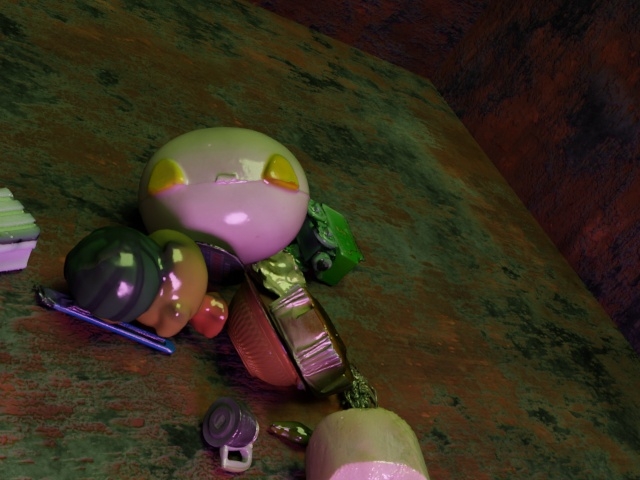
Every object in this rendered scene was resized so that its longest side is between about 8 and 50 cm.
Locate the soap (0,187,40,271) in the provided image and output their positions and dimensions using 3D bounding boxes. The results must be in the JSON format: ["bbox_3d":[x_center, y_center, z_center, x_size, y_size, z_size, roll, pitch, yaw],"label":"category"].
[{"bbox_3d":[-0.642,-0.010,1.625,0.150,0.094,0.261,45,28,22],"label":"soap"}]

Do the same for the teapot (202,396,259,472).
[{"bbox_3d":[-0.162,0.359,1.685,0.092,0.124,0.090,8,-18,43],"label":"teapot"}]

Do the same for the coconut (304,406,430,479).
[{"bbox_3d":[0.086,0.450,1.668,0.239,0.239,0.244,27,28,-22],"label":"coconut"}]

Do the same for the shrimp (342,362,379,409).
[{"bbox_3d":[0.086,0.349,2.004,0.073,0.074,0.190,57,14,-55],"label":"shrimp"}]

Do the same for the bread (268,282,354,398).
[{"bbox_3d":[-0.014,0.216,1.945,0.210,0.109,0.192,59,-3,38],"label":"bread"}]

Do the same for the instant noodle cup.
[{"bbox_3d":[-0.128,0.203,1.873,0.274,0.090,0.274,62,-3,6],"label":"instant noodle cup"}]

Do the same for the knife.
[{"bbox_3d":[-0.406,0.151,1.737,0.296,0.026,0.044,26,21,-24],"label":"knife"}]

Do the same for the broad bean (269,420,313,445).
[{"bbox_3d":[-0.012,0.403,1.821,0.195,0.046,0.061,37,24,-8],"label":"broad bean"}]

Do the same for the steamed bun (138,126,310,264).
[{"bbox_3d":[-0.211,-0.094,2.006,0.373,0.334,0.334,-5,40,-9],"label":"steamed bun"}]

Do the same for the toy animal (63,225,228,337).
[{"bbox_3d":[-0.325,0.067,1.752,0.338,0.191,0.216,18,23,-47],"label":"toy animal"}]

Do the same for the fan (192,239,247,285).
[{"bbox_3d":[-0.283,0.043,1.948,0.223,0.294,0.012,52,50,-55],"label":"fan"}]

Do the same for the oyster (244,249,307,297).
[{"bbox_3d":[-0.119,0.076,2.173,0.209,0.072,0.133,36,46,-22],"label":"oyster"}]

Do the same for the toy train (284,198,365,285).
[{"bbox_3d":[0.000,0.000,2.369,0.188,0.132,0.243,29,27,-37],"label":"toy train"}]
